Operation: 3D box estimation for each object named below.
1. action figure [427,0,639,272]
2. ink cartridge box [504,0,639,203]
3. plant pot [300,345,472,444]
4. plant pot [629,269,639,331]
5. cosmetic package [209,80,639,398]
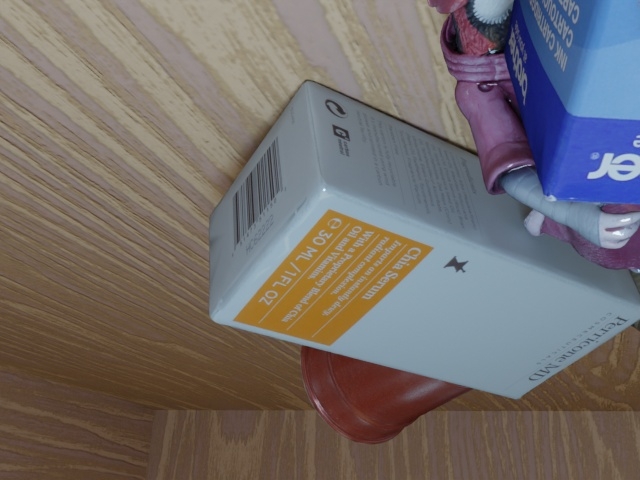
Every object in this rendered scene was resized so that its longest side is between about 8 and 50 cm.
[{"bbox_3d":[0.207,-0.133,0.567,0.370,0.248,0.275,29,-176,-27],"label":"action figure"},{"bbox_3d":[0.237,-0.154,0.289,0.269,0.151,0.396,2,134,3],"label":"ink cartridge box"},{"bbox_3d":[0.148,0.196,1.260,0.272,0.273,0.265,17,147,-30],"label":"plant pot"},{"bbox_3d":[0.483,0.060,0.984,0.237,0.110,0.237,-1,149,-1],"label":"plant pot"},{"bbox_3d":[0.123,0.026,0.826,0.452,0.162,0.230,18,133,-27],"label":"cosmetic package"}]
